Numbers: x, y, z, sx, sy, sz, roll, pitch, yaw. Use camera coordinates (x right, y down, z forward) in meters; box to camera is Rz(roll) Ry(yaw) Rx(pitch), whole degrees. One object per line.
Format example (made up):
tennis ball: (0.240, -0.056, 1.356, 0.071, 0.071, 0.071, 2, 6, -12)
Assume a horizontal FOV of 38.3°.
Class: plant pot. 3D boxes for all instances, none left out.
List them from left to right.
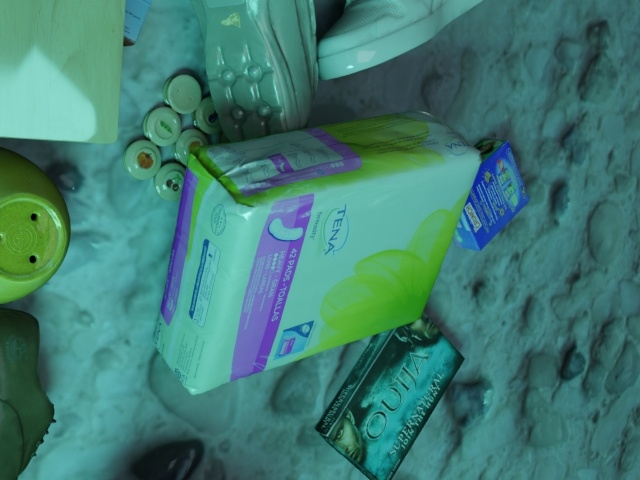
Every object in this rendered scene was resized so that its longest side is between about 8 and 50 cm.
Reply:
plant pot: (-0.251, -0.008, 0.727, 0.134, 0.095, 0.134, -6, 100, -38)

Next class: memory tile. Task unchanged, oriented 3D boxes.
memory tile: (-0.110, -0.077, 0.883, 0.148, 0.012, 0.113, 39, 72, -35)

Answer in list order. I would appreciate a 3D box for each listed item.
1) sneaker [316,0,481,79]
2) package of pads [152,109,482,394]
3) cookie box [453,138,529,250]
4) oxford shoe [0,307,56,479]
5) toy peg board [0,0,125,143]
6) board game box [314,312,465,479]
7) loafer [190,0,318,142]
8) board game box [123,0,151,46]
sneaker: (0.070, -0.288, 0.945, 0.292, 0.108, 0.169, -41, 118, -38)
package of pads: (0.000, 0.000, 0.872, 0.296, 0.101, 0.229, -14, 135, -37)
cookie box: (0.194, -0.056, 1.110, 0.107, 0.040, 0.092, -41, 120, -27)
oxford shoe: (-0.259, 0.167, 0.759, 0.096, 0.083, 0.227, -3, 102, -48)
toy peg board: (-0.238, -0.167, 0.719, 0.160, 0.079, 0.161, 2, 110, -17)
board game box: (0.084, 0.176, 1.065, 0.126, 0.026, 0.186, 47, 68, -34)
loafer: (-0.064, -0.240, 0.834, 0.111, 0.112, 0.319, -52, 141, -57)
board game box: (-0.245, -0.285, 0.736, 0.281, 0.027, 0.145, 25, 81, -38)
